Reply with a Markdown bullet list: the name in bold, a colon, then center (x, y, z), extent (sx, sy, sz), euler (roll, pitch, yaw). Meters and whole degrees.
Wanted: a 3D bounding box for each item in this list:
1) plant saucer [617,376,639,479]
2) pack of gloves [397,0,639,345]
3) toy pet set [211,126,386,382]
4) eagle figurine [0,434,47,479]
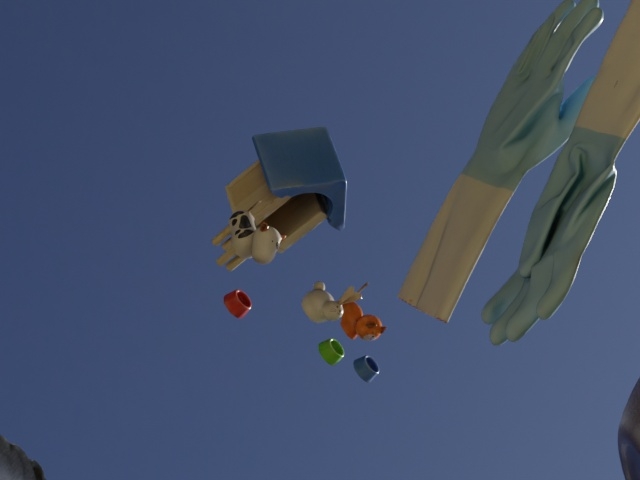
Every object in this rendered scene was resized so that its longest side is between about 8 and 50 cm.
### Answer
- **plant saucer**: center (0.248, 0.216, 1.052), extent (0.050, 0.310, 0.310), euler (-24, -63, 0)
- **pack of gloves**: center (0.148, -0.042, 1.074), extent (0.046, 0.195, 0.232), euler (26, -90, -21)
- **toy pet set**: center (0.000, 0.000, 0.971), extent (0.065, 0.114, 0.122), euler (-38, -42, 23)
- **eagle figurine**: center (-0.165, 0.266, 1.149), extent (0.298, 0.226, 0.225), euler (17, -67, 4)
